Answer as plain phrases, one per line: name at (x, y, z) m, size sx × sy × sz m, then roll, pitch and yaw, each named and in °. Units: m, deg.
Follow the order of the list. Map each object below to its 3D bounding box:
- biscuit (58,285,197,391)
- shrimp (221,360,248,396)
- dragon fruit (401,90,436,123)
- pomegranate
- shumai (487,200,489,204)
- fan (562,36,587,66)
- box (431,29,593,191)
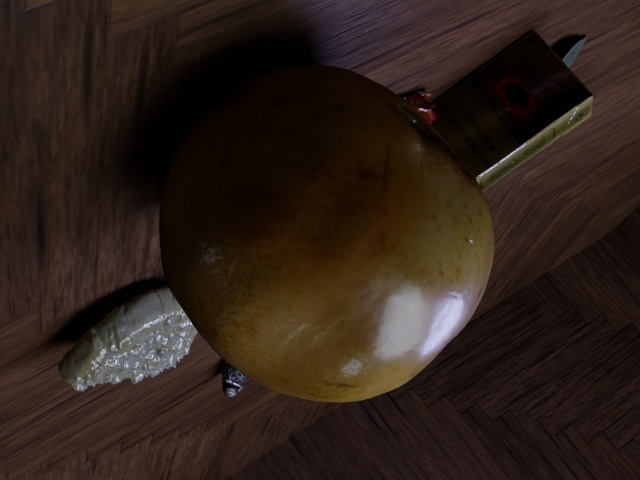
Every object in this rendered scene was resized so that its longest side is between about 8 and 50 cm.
biscuit at (-0.267, 0.137, 1.553) m, size 0.179 × 0.084 × 0.281 m, roll -47°, pitch 163°, yaw 15°
shrimp at (-0.173, 0.268, 2.101) m, size 0.057 × 0.065 × 0.165 m, roll -3°, pitch 149°, yaw -21°
dragon fruit at (0.135, -0.174, 1.560) m, size 0.112 × 0.068 × 0.126 m, roll -46°, pitch 163°, yaw 24°
pomegranate at (0.000, 0.000, 1.210) m, size 0.417 × 0.416 × 0.416 m, roll -34°, pitch 163°, yaw -12°
shumai at (0.293, -0.080, 2.080) m, size 0.124 × 0.087 × 0.099 m, roll -26°, pitch 161°, yaw -29°
fan at (0.400, -0.243, 1.882) m, size 0.182 × 0.010 × 0.310 m, roll -33°, pitch 157°, yaw -58°
box at (0.298, -0.207, 1.641) m, size 0.240 × 0.159 × 0.071 m, roll -35°, pitch 161°, yaw -4°
